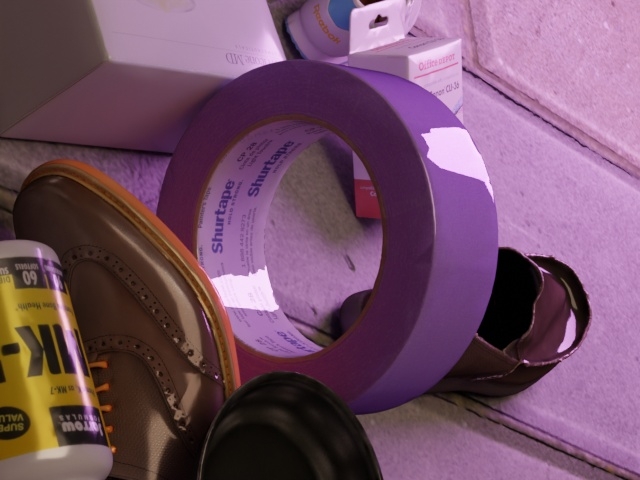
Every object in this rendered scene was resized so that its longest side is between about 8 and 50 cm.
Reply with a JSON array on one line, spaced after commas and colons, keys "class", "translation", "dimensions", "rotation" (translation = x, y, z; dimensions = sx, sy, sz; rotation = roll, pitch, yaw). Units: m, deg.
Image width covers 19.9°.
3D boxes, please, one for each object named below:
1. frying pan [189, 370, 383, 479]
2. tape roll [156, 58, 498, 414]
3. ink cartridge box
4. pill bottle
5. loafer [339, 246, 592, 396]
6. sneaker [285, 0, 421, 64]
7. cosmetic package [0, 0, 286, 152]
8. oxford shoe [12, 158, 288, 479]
[{"class": "frying pan", "translation": [0.013, 0.172, 1.319], "dimensions": [0.326, 0.053, 0.197], "rotation": [-27, 99, -51]}, {"class": "tape roll", "translation": [0.000, 0.000, 1.416], "dimensions": [0.090, 0.274, 0.275], "rotation": [1, 65, -52]}, {"class": "ink cartridge box", "translation": [0.083, -0.128, 1.732], "dimensions": [0.115, 0.067, 0.198], "rotation": [-26, 117, -56]}, {"class": "pill bottle", "translation": [-0.205, 0.115, 1.203], "dimensions": [0.119, 0.119, 0.209], "rotation": [3, 64, -52]}, {"class": "loafer", "translation": [0.171, 0.074, 1.719], "dimensions": [0.366, 0.130, 0.134], "rotation": [-10, 74, -55]}, {"class": "sneaker", "translation": [0.057, -0.235, 1.829], "dimensions": [0.087, 0.092, 0.228], "rotation": [57, 33, -4]}, {"class": "cosmetic package", "translation": [-0.165, -0.201, 1.472], "dimensions": [0.224, 0.138, 0.225], "rotation": [2, 66, -52]}, {"class": "oxford shoe", "translation": [-0.133, 0.114, 1.296], "dimensions": [0.132, 0.130, 0.364], "rotation": [-28, 90, -52]}]
